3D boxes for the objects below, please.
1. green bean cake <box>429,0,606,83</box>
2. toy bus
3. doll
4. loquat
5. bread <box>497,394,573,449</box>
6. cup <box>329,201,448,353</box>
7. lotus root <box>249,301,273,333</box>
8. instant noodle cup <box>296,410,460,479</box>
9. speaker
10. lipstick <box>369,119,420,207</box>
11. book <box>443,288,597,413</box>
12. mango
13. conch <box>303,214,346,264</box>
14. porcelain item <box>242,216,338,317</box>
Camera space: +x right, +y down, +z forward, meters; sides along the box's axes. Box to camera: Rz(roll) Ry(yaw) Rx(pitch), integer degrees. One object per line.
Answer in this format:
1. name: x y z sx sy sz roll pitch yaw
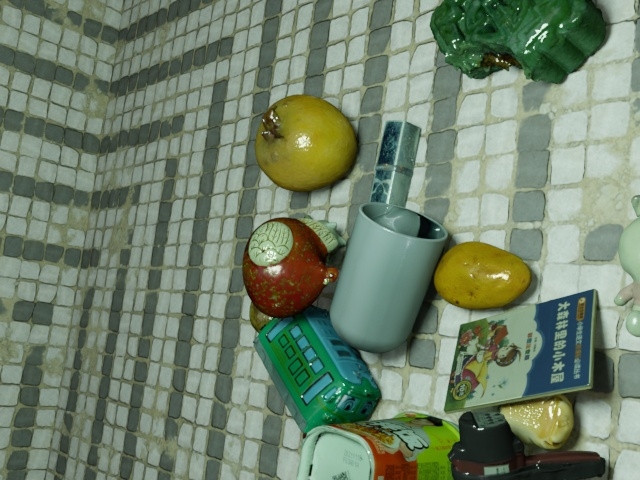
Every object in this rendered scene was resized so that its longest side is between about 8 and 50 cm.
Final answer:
1. green bean cake: 0.415 -0.465 1.562 0.300 0.169 0.307 -43 53 31
2. toy bus: -0.002 0.319 1.784 0.199 0.184 0.343 -49 49 15
3. doll: 0.595 0.054 1.274 0.155 0.113 0.274 -8 66 37
4. loquat: -0.049 -0.265 1.936 0.275 0.275 0.274 -16 68 44
5. bread: 0.410 0.338 1.402 0.177 0.084 0.119 12 81 48
6. cup: 0.145 0.088 1.647 0.205 0.206 0.312 39 121 45
7. lotus root: -0.131 0.176 2.010 0.138 0.138 0.214 -23 52 41
8. instant noodle cup: 0.128 0.494 1.498 0.294 0.308 0.293 -15 69 44
9. speaker: 0.361 0.481 1.289 0.259 0.198 0.329 1 98 28
10. lipstick: 0.178 -0.150 1.796 0.077 0.076 0.289 10 89 46
11. book: 0.391 0.221 1.429 0.322 0.018 0.228 -25 33 41
12. mango: 0.342 0.073 1.532 0.227 0.109 0.147 -7 72 45
13. conch: 0.012 0.002 1.913 0.114 0.234 0.137 -25 101 18
14. porcelain item: -0.058 0.066 1.717 0.253 0.253 0.252 -16 68 44
